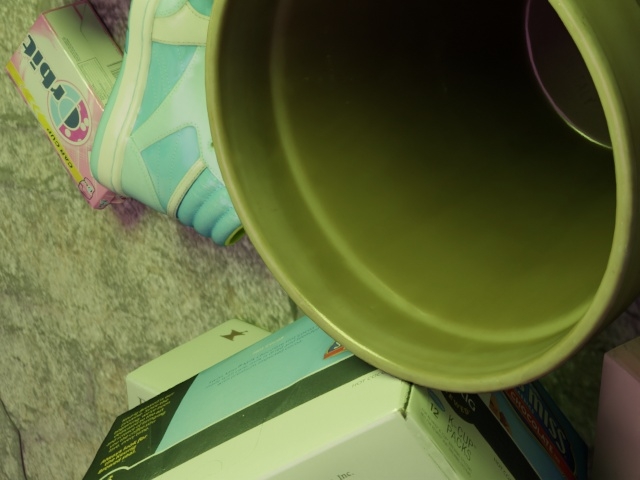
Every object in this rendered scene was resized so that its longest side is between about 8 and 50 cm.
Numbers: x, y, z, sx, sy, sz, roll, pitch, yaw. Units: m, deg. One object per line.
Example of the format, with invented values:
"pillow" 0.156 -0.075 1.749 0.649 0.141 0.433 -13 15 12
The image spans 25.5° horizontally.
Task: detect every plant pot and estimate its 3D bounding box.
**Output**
"plant pot" 0.132 -0.101 0.930 0.323 0.280 0.323 21 124 36

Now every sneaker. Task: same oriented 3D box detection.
"sneaker" -0.068 -0.136 1.241 0.208 0.127 0.319 33 127 16

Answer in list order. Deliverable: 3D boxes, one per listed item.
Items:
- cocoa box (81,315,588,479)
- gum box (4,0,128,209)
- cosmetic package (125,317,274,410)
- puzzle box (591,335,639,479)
"cocoa box" 0.000 0.209 1.078 0.347 0.228 0.231 -29 109 24
"gum box" -0.232 -0.133 1.435 0.188 0.062 0.107 57 138 7
"cosmetic package" -0.045 0.332 1.415 0.230 0.161 0.453 18 121 38
"puzzle box" 0.297 0.296 1.035 0.272 0.052 0.409 44 148 43
